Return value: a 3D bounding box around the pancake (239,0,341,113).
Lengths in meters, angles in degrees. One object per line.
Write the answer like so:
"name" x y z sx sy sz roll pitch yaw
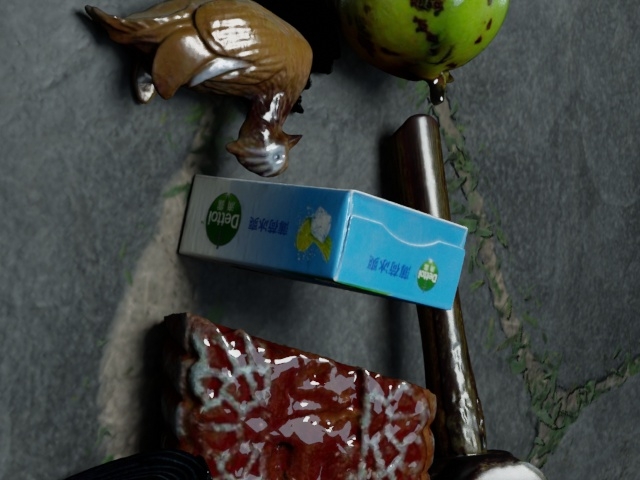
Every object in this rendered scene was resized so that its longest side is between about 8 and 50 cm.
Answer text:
"pancake" -0.035 -0.166 1.128 0.116 0.022 0.129 51 59 -35

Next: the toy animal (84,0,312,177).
"toy animal" -0.092 -0.138 1.032 0.188 0.089 0.179 -2 90 -24

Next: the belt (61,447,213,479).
"belt" -0.163 0.234 0.967 0.198 0.151 0.078 -20 112 1

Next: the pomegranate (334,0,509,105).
"pomegranate" 0.067 -0.235 1.131 0.220 0.156 0.156 49 63 -16

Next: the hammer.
"hammer" 0.108 0.090 1.211 0.095 0.242 0.409 -9 85 -9

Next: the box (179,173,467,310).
"box" 0.001 -0.001 1.066 0.139 0.194 0.073 14 87 -43

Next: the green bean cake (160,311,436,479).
"green bean cake" -0.018 0.155 1.091 0.232 0.097 0.199 3 98 -18
